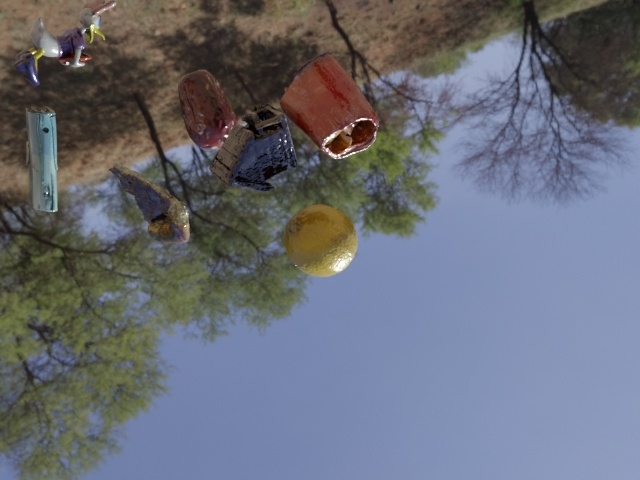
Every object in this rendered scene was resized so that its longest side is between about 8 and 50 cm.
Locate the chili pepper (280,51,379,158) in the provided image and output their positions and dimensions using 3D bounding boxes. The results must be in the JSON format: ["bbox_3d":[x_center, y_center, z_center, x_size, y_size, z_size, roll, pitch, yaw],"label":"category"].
[{"bbox_3d":[0.032,-0.440,1.868,0.251,0.229,0.305,-28,-110,-29],"label":"chili pepper"}]

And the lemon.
[{"bbox_3d":[0.001,0.001,2.069,0.292,0.293,0.293,-16,-155,8],"label":"lemon"}]

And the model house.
[{"bbox_3d":[-0.266,-0.322,1.947,0.282,0.297,0.317,-32,-140,-12],"label":"model house"}]

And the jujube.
[{"bbox_3d":[-0.473,-0.537,2.306,0.223,0.318,0.223,-18,-163,5],"label":"jujube"}]

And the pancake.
[{"bbox_3d":[-0.393,-0.075,1.264,0.266,0.244,0.057,-4,-132,51],"label":"pancake"}]

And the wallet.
[{"bbox_3d":[-0.715,-0.213,1.434,0.075,0.251,0.176,-3,-161,-30],"label":"wallet"}]

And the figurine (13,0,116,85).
[{"bbox_3d":[-0.914,-0.725,1.988,0.420,0.193,0.154,-38,-136,-23],"label":"figurine"}]
